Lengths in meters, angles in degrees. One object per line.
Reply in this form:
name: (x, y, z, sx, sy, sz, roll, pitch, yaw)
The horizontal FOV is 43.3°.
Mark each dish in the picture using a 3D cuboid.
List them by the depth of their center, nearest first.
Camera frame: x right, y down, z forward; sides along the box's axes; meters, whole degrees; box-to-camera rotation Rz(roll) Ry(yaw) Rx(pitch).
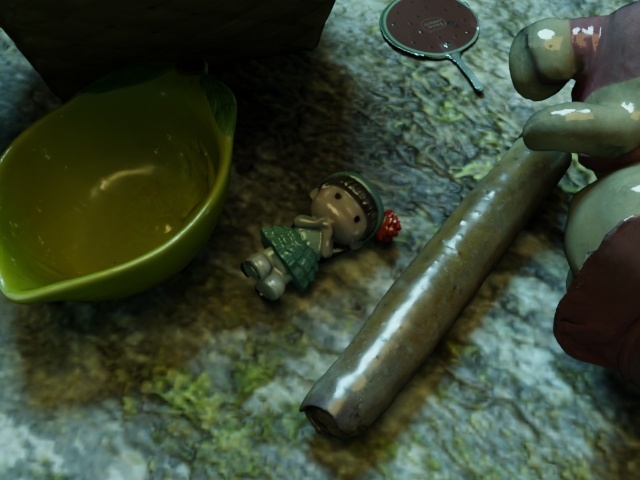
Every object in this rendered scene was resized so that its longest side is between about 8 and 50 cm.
dish: (-0.124, -0.026, 0.524, 0.149, 0.080, 0.207, 22, 59, 20)

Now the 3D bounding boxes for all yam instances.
yam: (0.080, 0.021, 0.508, 0.046, 0.046, 0.264, 32, 62, 21)

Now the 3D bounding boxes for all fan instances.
fan: (0.101, -0.164, 0.663, 0.085, 0.005, 0.133, -19, 56, -13)

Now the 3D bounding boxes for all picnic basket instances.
picnic basket: (-0.117, -0.285, 0.525, 0.293, 0.337, 0.337, -15, 56, -11)

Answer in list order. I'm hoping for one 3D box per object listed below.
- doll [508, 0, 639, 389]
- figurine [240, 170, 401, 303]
doll: (0.207, -0.016, 0.468, 0.196, 0.152, 0.255, -2, 65, -12)
figurine: (0.000, 0.000, 0.524, 0.106, 0.047, 0.060, -38, 84, -20)
